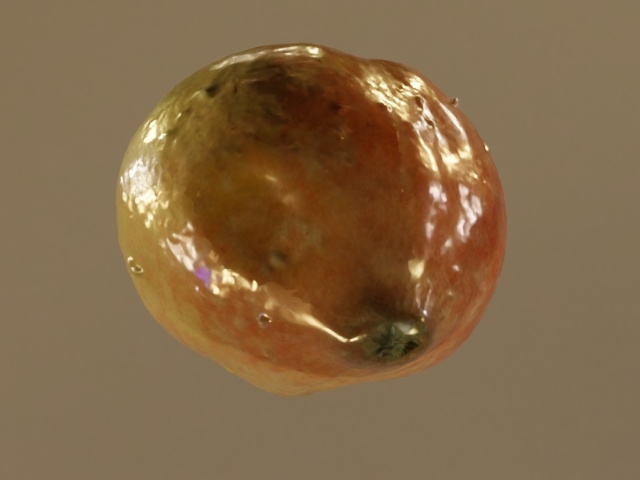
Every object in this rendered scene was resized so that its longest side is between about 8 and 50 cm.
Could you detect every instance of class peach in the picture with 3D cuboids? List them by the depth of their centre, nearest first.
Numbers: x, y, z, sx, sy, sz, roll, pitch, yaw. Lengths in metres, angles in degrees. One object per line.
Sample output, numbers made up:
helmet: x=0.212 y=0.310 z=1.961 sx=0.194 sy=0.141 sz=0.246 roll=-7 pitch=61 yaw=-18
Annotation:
peach: x=0.000 y=0.000 z=0.763 sx=0.233 sy=0.232 sz=0.232 roll=-8 pitch=-137 yaw=7
